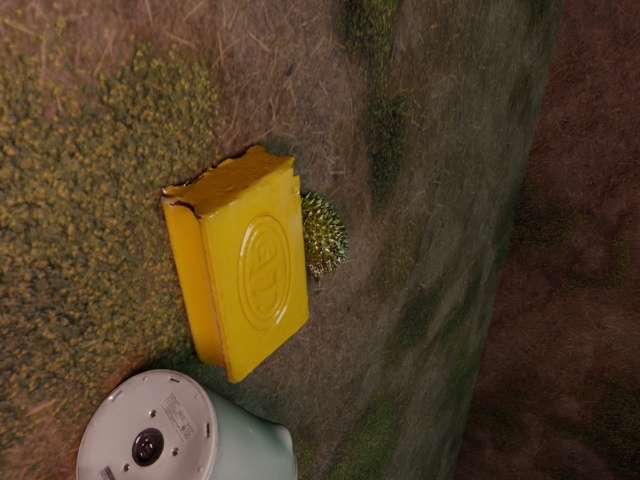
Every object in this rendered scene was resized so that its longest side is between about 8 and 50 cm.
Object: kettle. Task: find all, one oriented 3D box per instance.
[{"bbox_3d":[-0.187,0.359,0.817,0.318,0.205,0.265,57,47,-58],"label":"kettle"}]

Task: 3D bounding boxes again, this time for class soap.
[{"bbox_3d":[-0.112,0.035,0.836,0.204,0.096,0.324,-39,139,-39],"label":"soap"}]

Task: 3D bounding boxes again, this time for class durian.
[{"bbox_3d":[0.010,0.000,1.013,0.137,0.095,0.221,-58,154,-15],"label":"durian"}]
